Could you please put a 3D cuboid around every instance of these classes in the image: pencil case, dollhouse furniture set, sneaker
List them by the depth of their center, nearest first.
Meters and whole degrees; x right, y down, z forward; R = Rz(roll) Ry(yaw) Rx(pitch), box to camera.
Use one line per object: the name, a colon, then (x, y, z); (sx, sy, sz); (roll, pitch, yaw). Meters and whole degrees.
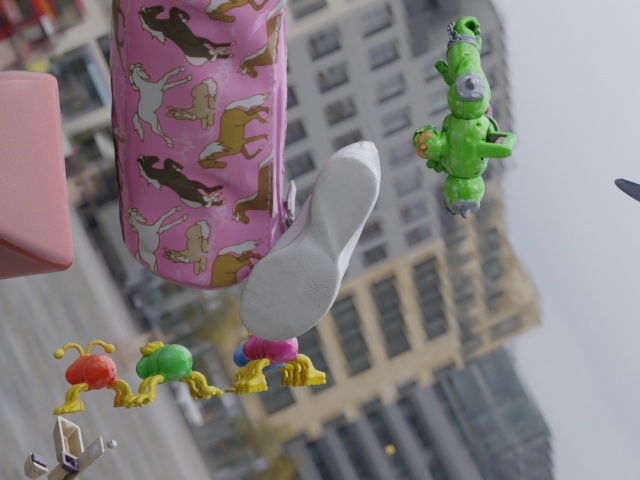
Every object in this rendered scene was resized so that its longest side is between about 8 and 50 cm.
pencil case: (-0.103, -0.144, 1.622); (0.160, 0.167, 0.386); (-125, -152, -45)
sneaker: (0.000, 0.000, 1.672); (0.080, 0.212, 0.094); (32, 22, -2)
dollhouse furniture set: (-0.275, 0.215, 1.995); (0.091, 0.081, 0.114); (34, 21, -33)

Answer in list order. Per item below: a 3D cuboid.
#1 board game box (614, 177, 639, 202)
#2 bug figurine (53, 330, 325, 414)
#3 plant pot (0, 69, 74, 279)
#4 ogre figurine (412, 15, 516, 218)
board game box: (0.385, -0.041, 1.833); (0.168, 0.033, 0.133); (22, -4, 36)
bug figurine: (-0.124, 0.125, 1.824); (0.216, 0.279, 0.072); (-12, -97, 62)
plant pot: (-0.494, -0.087, 2.298); (0.236, 0.267, 0.267); (21, 61, -74)
ogre figurine: (0.140, -0.108, 1.751); (0.118, 0.097, 0.197); (-87, -163, -69)
